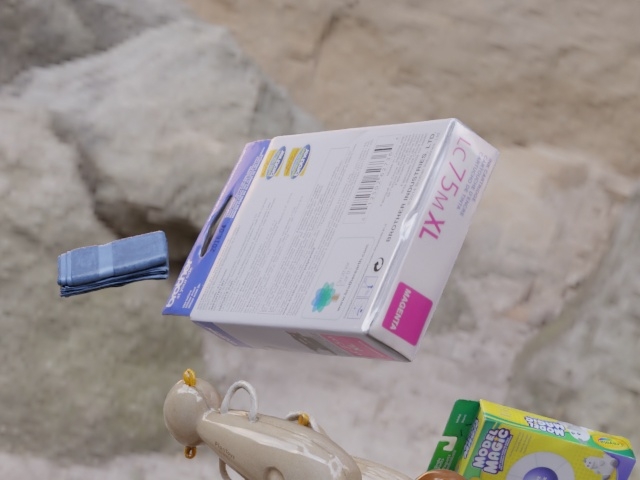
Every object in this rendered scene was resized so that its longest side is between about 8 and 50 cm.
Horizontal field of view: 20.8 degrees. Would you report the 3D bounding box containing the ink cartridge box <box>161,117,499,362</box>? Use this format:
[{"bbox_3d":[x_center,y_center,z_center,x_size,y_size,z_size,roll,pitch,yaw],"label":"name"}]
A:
[{"bbox_3d":[0.000,0.000,1.425,0.065,0.186,0.311,34,-18,-31],"label":"ink cartridge box"}]

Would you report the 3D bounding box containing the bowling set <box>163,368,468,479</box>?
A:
[{"bbox_3d":[-0.002,0.211,1.214,0.154,0.287,0.200,23,28,35],"label":"bowling set"}]

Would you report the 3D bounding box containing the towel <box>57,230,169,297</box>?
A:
[{"bbox_3d":[-0.216,0.025,1.822,0.119,0.029,0.067,-13,33,2],"label":"towel"}]

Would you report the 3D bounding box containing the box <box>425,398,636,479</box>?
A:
[{"bbox_3d":[0.196,0.217,1.646,0.179,0.105,0.043,16,22,-8],"label":"box"}]
